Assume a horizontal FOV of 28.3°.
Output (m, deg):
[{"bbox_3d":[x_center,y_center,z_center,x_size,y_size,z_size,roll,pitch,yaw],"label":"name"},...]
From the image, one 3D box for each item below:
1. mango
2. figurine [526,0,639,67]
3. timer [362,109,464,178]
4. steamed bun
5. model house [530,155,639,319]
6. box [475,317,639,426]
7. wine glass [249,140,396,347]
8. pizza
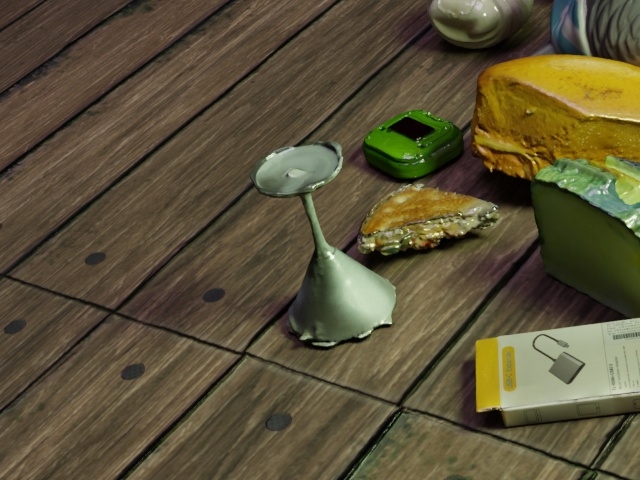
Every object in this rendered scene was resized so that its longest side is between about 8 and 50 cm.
[{"bbox_3d":[0.365,-0.158,1.708,0.350,0.201,0.199,5,72,19],"label":"mango"},{"bbox_3d":[0.408,-0.323,1.805,0.378,0.361,0.266,-31,26,29],"label":"figurine"},{"bbox_3d":[0.138,-0.147,1.908,0.128,0.047,0.140,-31,36,-21],"label":"timer"},{"bbox_3d":[0.273,-0.387,2.141,0.183,0.106,0.183,-11,31,7],"label":"steamed bun"},{"bbox_3d":[0.397,-0.037,1.532,0.211,0.170,0.194,-31,34,-21],"label":"model house"},{"bbox_3d":[0.300,0.146,1.434,0.247,0.033,0.129,-8,36,13],"label":"box"},{"bbox_3d":[0.000,0.000,1.594,0.156,0.232,0.156,-12,34,8],"label":"wine glass"},{"bbox_3d":[0.154,-0.027,1.727,0.195,0.052,0.185,-1,30,30],"label":"pizza"}]
